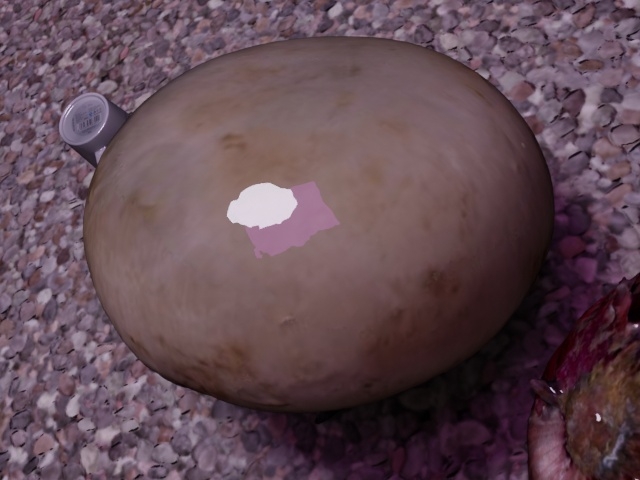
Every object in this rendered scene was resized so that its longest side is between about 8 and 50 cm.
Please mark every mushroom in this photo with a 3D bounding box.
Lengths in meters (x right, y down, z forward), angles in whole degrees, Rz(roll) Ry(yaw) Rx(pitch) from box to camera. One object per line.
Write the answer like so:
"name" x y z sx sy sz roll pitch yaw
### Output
"mushroom" 0.000 0.000 0.699 0.363 0.294 0.362 -7 33 5

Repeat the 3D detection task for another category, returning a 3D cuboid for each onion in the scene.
"onion" 0.249 0.132 0.527 0.252 0.219 0.252 -171 90 -69

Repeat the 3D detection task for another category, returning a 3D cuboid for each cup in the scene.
"cup" -0.212 -0.090 0.920 0.074 0.116 0.104 -25 62 12
